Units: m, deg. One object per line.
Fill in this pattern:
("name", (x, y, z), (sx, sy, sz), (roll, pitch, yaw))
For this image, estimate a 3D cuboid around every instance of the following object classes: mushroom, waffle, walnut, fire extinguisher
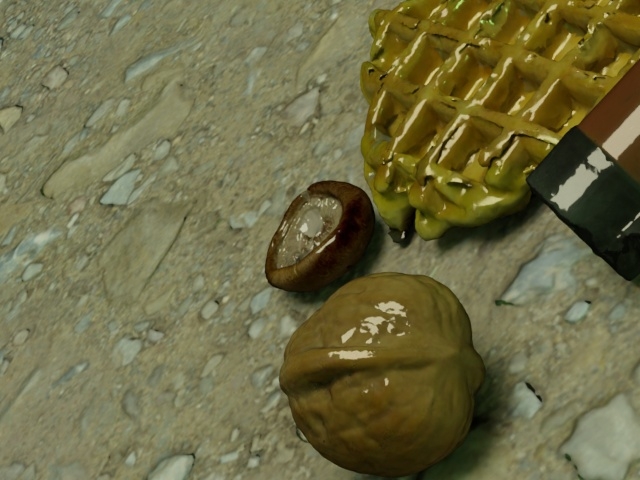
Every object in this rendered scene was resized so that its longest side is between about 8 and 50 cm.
("mushroom", (0.000, 0.000, 1.591), (0.123, 0.052, 0.123), (-38, 28, 24))
("waffle", (0.189, -0.178, 1.550), (0.380, 0.095, 0.382), (-27, 39, 24))
("walnut", (0.046, 0.101, 1.341), (0.166, 0.149, 0.166), (-21, 63, 50))
("fire extinguisher", (0.333, -0.122, 1.280), (0.376, 0.113, 0.200), (-48, 54, 8))
